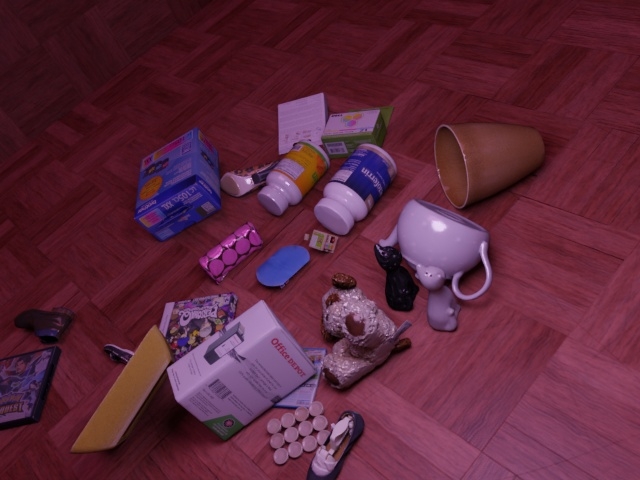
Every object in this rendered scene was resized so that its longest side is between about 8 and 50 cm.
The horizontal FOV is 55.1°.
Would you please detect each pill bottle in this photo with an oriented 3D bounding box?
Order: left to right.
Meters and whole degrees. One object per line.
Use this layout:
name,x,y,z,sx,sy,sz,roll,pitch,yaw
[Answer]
pill bottle,-0.091,-0.201,2.002,0.136,0.136,0.245,20,61,38
pill bottle,0.103,-0.153,1.850,0.153,0.153,0.264,18,60,37

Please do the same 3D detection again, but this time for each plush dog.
plush dog,0.086,0.197,1.509,0.211,0.262,0.225,-11,45,-32

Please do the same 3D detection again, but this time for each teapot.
teapot,0.298,0.021,1.568,0.256,0.252,0.187,-88,20,-77

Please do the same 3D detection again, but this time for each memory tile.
memory tile,-0.051,0.451,1.445,0.148,0.012,0.113,-24,53,4

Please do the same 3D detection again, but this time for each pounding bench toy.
pounding bench toy,0.000,0.000,1.815,0.083,0.065,0.052,18,91,37

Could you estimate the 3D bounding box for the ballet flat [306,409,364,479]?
ballet flat,0.026,0.463,1.364,0.074,0.074,0.203,19,60,38

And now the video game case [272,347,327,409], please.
video game case,-0.057,0.347,1.556,0.119,0.015,0.166,-3,49,25

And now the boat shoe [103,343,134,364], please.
boat shoe,-0.596,0.339,1.808,0.125,0.046,0.038,12,50,24

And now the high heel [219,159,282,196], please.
high heel,-0.227,-0.224,2.162,0.261,0.093,0.186,-5,16,45

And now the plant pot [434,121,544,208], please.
plant pot,0.480,-0.230,1.710,0.254,0.237,0.237,-13,43,-6

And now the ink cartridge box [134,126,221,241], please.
ink cartridge box,-0.495,-0.178,2.146,0.270,0.151,0.395,-28,44,15

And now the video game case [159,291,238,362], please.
video game case,-0.362,0.258,1.770,0.232,0.042,0.210,-10,47,17

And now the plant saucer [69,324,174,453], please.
plant saucer,-0.467,0.385,1.540,0.081,0.333,0.333,32,73,-2

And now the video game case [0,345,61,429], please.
video game case,-0.946,0.458,1.874,0.275,0.035,0.248,-15,44,13

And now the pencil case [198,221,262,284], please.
pencil case,-0.273,0.038,1.903,0.209,0.098,0.095,-40,0,-13

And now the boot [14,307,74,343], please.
boot,-0.917,0.282,1.993,0.219,0.082,0.106,-10,43,15

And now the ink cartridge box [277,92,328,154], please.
ink cartridge box,-0.064,-0.423,2.278,0.189,0.066,0.232,-11,67,16

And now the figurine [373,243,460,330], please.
figurine,0.234,0.107,1.497,0.215,0.209,0.092,24,63,40

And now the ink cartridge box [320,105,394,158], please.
ink cartridge box,0.131,-0.408,2.117,0.189,0.097,0.255,-1,50,26

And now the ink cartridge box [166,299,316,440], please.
ink cartridge box,-0.186,0.316,1.490,0.289,0.211,0.121,-36,38,-3

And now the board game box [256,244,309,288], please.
board game box,-0.107,0.083,1.820,0.169,0.033,0.133,-42,40,-22
